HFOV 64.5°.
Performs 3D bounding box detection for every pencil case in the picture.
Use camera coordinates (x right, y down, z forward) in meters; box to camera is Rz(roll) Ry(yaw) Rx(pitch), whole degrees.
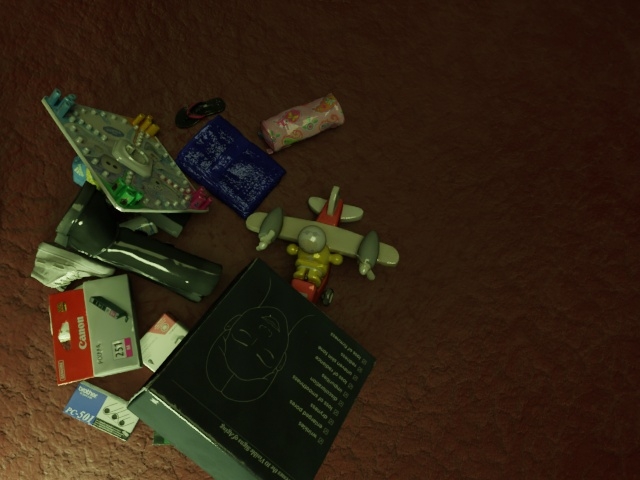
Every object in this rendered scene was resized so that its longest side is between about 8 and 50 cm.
[{"bbox_3d":[-0.064,-0.393,1.706,0.284,0.124,0.124,-25,89,-11],"label":"pencil case"}]

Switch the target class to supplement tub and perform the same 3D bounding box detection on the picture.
[{"bbox_3d":[-0.572,-0.038,1.597,0.107,0.071,0.071,-24,89,-12],"label":"supplement tub"}]

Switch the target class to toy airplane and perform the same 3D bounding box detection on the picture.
[{"bbox_3d":[0.000,0.000,1.593,0.386,0.272,0.384,-28,73,0],"label":"toy airplane"}]

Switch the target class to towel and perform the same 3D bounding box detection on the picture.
[{"bbox_3d":[-0.293,-0.244,1.667,0.308,0.076,0.228,39,80,-5],"label":"towel"}]

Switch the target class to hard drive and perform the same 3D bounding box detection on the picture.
[{"bbox_3d":[-0.501,-0.146,1.561,0.254,0.054,0.172,41,48,-23],"label":"hard drive"}]

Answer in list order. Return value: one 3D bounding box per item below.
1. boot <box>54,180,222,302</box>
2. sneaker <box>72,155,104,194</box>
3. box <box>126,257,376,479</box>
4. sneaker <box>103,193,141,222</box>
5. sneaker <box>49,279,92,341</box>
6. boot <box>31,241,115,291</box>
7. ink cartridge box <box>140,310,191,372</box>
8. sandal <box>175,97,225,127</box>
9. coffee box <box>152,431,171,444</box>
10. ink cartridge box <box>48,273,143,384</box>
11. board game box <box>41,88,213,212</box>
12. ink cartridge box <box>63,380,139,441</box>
[{"bbox_3d":[-0.480,0.029,1.408,0.445,0.367,0.146,31,68,-20],"label":"boot"},{"bbox_3d":[-0.696,-0.258,1.565,0.126,0.091,0.240,27,99,2],"label":"sneaker"},{"bbox_3d":[-0.179,0.400,1.424,0.480,0.297,0.472,42,50,-5],"label":"box"},{"bbox_3d":[-0.610,-0.113,1.550,0.281,0.162,0.106,-32,91,-12],"label":"sneaker"},{"bbox_3d":[-0.702,0.286,1.530,0.169,0.108,0.292,-29,80,-10],"label":"sneaker"},{"bbox_3d":[-0.746,0.097,1.528,0.258,0.095,0.123,17,88,15],"label":"boot"},{"bbox_3d":[-0.448,0.349,1.571,0.218,0.092,0.158,41,79,-6],"label":"ink cartridge box"},{"bbox_3d":[-0.402,-0.432,1.683,0.179,0.040,0.067,-27,90,-12],"label":"sandal"},{"bbox_3d":[-0.428,0.556,1.507,0.113,0.184,0.040,3,87,-12],"label":"coffee box"},{"bbox_3d":[-0.654,0.254,1.459,0.239,0.060,0.275,-11,76,-11],"label":"ink cartridge box"},{"bbox_3d":[-0.522,-0.243,1.442,0.050,0.390,0.390,-42,78,18],"label":"board game box"},{"bbox_3d":[-0.654,0.517,1.539,0.207,0.046,0.097,29,79,-6],"label":"ink cartridge box"}]
